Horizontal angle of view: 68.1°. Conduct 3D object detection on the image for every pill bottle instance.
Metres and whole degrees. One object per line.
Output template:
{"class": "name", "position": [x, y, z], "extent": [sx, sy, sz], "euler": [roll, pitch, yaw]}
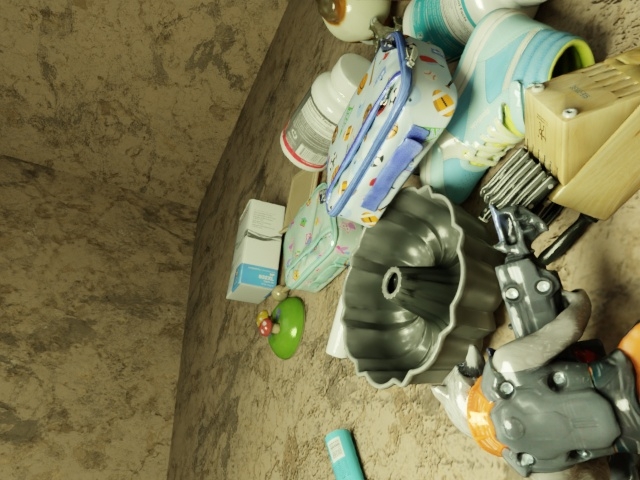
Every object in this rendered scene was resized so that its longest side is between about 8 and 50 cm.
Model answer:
{"class": "pill bottle", "position": [0.271, -0.407, 0.821], "extent": [0.264, 0.146, 0.146], "euler": [7, 82, 66]}
{"class": "pill bottle", "position": [0.030, -0.341, 1.282], "extent": [0.318, 0.177, 0.176], "euler": [-43, 38, 50]}

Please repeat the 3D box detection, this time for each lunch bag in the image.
{"class": "lunch bag", "position": [0.103, -0.180, 0.787], "extent": [0.243, 0.115, 0.303], "euler": [-85, 18, -44]}
{"class": "lunch bag", "position": [0.000, 0.000, 1.219], "extent": [0.279, 0.108, 0.223], "euler": [-49, 34, 45]}

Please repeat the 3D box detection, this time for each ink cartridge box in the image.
{"class": "ink cartridge box", "position": [-0.226, 0.043, 1.656], "extent": [0.223, 0.129, 0.307], "euler": [136, 143, -61]}

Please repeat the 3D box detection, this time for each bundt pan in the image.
{"class": "bundt pan", "position": [0.165, 0.082, 0.778], "extent": [0.331, 0.124, 0.330], "euler": [-44, 38, 49]}

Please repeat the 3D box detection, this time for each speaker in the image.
{"class": "speaker", "position": [0.055, 0.188, 1.045], "extent": [0.055, 0.055, 0.136], "euler": [13, 88, 67]}

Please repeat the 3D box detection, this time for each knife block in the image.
{"class": "knife block", "position": [0.335, -0.088, 0.579], "extent": [0.276, 0.242, 0.088], "euler": [-20, 42, 6]}

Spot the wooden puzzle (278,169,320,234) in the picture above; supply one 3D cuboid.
{"class": "wooden puzzle", "position": [-0.056, -0.142, 1.528], "extent": [0.221, 0.044, 0.238], "euler": [-20, 53, 63]}

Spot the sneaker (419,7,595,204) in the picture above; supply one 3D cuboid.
{"class": "sneaker", "position": [0.271, -0.162, 0.702], "extent": [0.208, 0.127, 0.318], "euler": [51, 135, 49]}

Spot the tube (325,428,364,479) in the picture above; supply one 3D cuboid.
{"class": "tube", "position": [0.059, 0.458, 0.880], "extent": [0.207, 0.052, 0.080], "euler": [-110, 37, -46]}

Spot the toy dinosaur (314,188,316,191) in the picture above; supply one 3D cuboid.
{"class": "toy dinosaur", "position": [0.011, -0.114, 1.381], "extent": [0.082, 0.047, 0.090], "euler": [11, 120, 57]}

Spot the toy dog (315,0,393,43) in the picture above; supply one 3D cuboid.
{"class": "toy dog", "position": [0.134, -0.727, 1.240], "extent": [0.396, 0.285, 0.407], "euler": [32, 108, 45]}

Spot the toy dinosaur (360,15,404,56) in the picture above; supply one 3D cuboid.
{"class": "toy dinosaur", "position": [0.177, -0.407, 1.112], "extent": [0.160, 0.121, 0.313], "euler": [129, 145, -65]}

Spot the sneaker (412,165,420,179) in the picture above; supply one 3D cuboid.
{"class": "sneaker", "position": [0.228, -0.225, 0.851], "extent": [0.271, 0.108, 0.100], "euler": [-57, 27, 31]}

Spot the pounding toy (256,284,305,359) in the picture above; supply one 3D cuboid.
{"class": "pounding toy", "position": [-0.129, 0.218, 1.370], "extent": [0.183, 0.110, 0.236], "euler": [-39, 42, 53]}

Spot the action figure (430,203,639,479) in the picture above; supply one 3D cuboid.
{"class": "action figure", "position": [0.246, 0.099, 0.436], "extent": [0.330, 0.179, 0.340], "euler": [-30, 73, 36]}
